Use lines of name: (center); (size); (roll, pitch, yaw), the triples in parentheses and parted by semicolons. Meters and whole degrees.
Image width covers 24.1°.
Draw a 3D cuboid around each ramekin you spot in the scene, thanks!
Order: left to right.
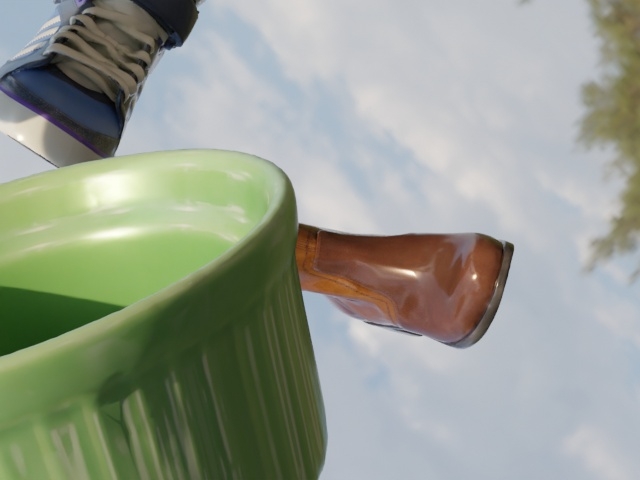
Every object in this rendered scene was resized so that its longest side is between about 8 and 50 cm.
ramekin: (-0.142, 0.076, 0.747); (0.303, 0.303, 0.148); (-66, -37, -67)

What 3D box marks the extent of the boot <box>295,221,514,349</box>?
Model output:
boot: (0.000, 0.000, 1.273); (0.280, 0.096, 0.264); (21, 175, -18)

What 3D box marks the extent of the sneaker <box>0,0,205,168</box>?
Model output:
sneaker: (-0.189, -0.195, 1.365); (0.130, 0.236, 0.323); (34, -172, -11)
